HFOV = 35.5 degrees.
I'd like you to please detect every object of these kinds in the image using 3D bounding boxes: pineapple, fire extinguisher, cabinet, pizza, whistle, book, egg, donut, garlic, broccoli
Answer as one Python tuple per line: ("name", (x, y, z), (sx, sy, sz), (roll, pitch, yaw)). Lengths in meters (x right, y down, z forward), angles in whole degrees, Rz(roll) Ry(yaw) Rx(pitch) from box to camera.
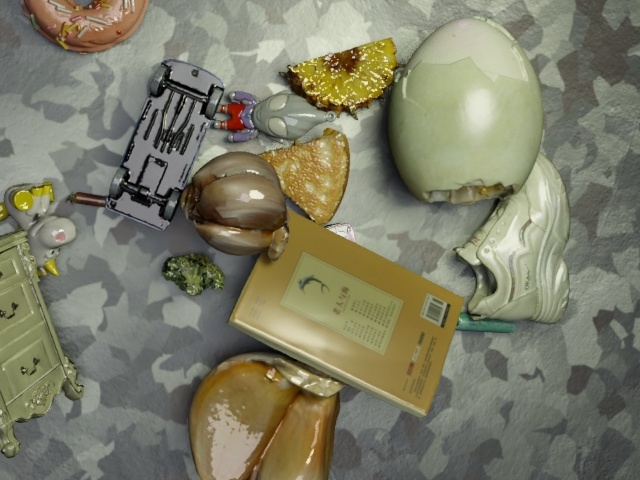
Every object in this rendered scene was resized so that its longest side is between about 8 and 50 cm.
("pineapple", (0.050, -0.289, 1.867), (0.233, 0.079, 0.135), (-16, 96, -9))
("fire extinguisher", (-0.421, -0.072, 1.818), (0.083, 0.022, 0.028), (8, 120, -10))
("cabinet", (-0.580, 0.181, 1.637), (0.228, 0.290, 0.318), (-17, 97, 11))
("pizza", (-0.046, -0.131, 1.865), (0.199, 0.062, 0.188), (15, 103, -1))
("whistle", (0.286, 0.159, 1.940), (0.186, 0.039, 0.039), (4, 91, -10))
("book", (0.055, 0.125, 1.796), (0.389, 0.032, 0.269), (27, 56, -3))
("egg", (0.259, -0.235, 1.805), (0.278, 0.278, 0.336), (-3, 88, -10))
("donut", (-0.428, -0.438, 1.776), (0.233, 0.085, 0.199), (21, 89, -8))
("garlic", (-0.086, 0.355, 1.792), (0.286, 0.249, 0.313), (18, 94, -30))
("garlic", (-0.142, -0.083, 1.748), (0.191, 0.214, 0.160), (20, 126, -28))
("broccoli", (-0.233, 0.063, 1.821), (0.095, 0.092, 0.097), (-30, 113, 12))

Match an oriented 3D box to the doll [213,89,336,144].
("doll", (-0.083, -0.227, 1.833), (0.228, 0.075, 0.102), (4, 91, 12))

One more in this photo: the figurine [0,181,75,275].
("figurine", (-0.503, -0.020, 1.779), (0.130, 0.109, 0.178), (-29, 97, 18))

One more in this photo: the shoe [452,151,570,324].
("shoe", (0.357, -0.002, 1.900), (0.211, 0.132, 0.341), (-4, 96, -12))

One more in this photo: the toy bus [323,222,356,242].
("toy bus", (0.000, 0.000, 1.887), (0.131, 0.037, 0.052), (-13, 89, -8))

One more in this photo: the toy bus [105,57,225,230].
("toy bus", (-0.273, -0.171, 1.786), (0.126, 0.133, 0.292), (22, 90, -5))
